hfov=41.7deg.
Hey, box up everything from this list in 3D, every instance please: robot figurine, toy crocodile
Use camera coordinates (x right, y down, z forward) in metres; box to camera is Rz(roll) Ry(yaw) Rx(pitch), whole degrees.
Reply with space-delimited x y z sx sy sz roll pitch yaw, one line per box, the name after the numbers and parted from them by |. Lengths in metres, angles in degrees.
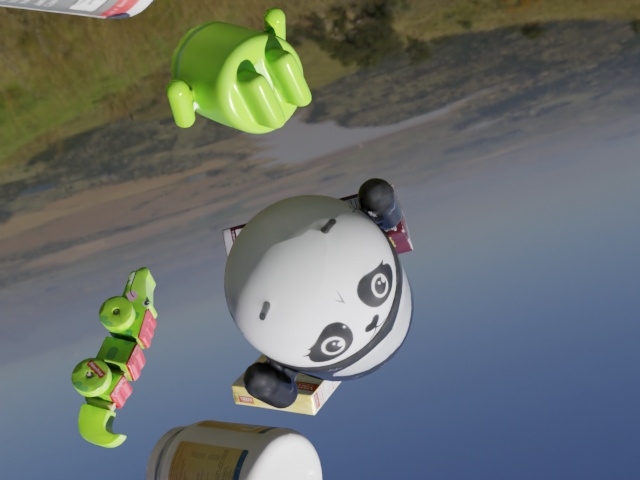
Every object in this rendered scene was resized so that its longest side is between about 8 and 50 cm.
0.008 0.057 0.865 0.173 0.209 0.278 -10 164 9 | robot figurine
-0.363 0.208 1.537 0.105 0.340 0.115 10 149 8 | toy crocodile
-0.057 -0.112 0.572 0.101 0.067 0.115 -43 -140 -16 | robot figurine

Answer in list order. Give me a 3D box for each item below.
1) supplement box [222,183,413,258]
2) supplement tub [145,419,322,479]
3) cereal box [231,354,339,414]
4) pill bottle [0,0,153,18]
0.000 0.000 1.162 0.239 0.073 0.130 -14 166 8 | supplement box
-0.113 0.308 1.083 0.200 0.144 0.144 -4 -171 39 | supplement tub
-0.035 0.240 1.598 0.173 0.047 0.240 2 -156 29 | cereal box
-0.235 -0.227 0.502 0.283 0.161 0.161 -7 174 -45 | pill bottle
